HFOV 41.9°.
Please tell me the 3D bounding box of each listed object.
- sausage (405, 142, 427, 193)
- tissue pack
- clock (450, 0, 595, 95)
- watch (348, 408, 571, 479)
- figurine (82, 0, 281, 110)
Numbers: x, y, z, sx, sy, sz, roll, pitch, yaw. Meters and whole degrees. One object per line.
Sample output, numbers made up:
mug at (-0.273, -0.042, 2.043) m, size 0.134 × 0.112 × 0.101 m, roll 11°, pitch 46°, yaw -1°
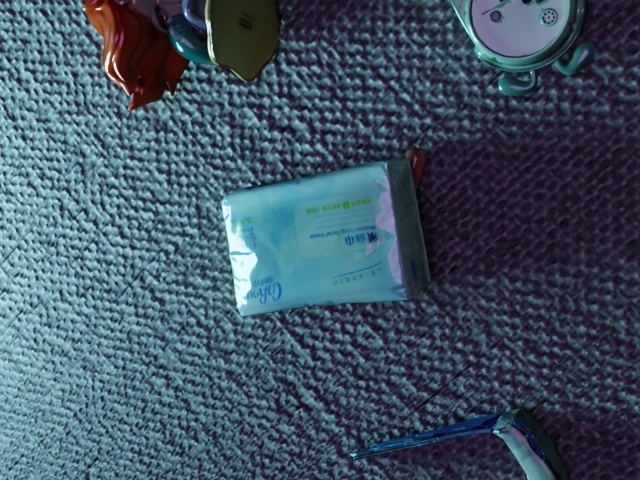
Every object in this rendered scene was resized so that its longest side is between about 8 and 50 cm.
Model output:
sausage at (0.097, -0.023, 1.102) m, size 0.029 × 0.029 × 0.223 m, roll 22°, pitch 107°, yaw 18°
tissue pack at (0.000, 0.000, 1.095) m, size 0.263 × 0.089 × 0.177 m, roll -8°, pitch 92°, yaw 33°
clock at (0.239, -0.272, 0.987) m, size 0.148 × 0.060 × 0.188 m, roll -24°, pitch 90°, yaw 24°
watch at (0.204, 0.371, 1.101) m, size 0.274 × 0.068 × 0.276 m, roll -23°, pitch 90°, yaw 24°
figurine at (-0.206, -0.289, 1.113) m, size 0.257 × 0.181 × 0.208 m, roll 13°, pitch 132°, yaw 27°
